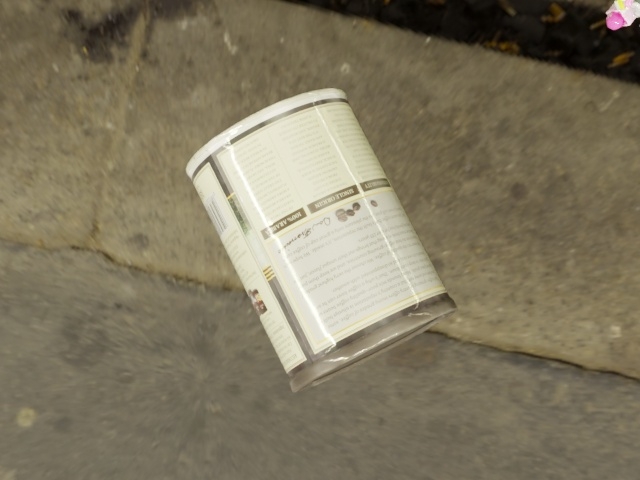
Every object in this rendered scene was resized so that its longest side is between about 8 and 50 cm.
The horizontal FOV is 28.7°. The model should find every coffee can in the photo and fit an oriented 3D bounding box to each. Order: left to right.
[{"bbox_3d":[0.000,0.000,1.375,0.201,0.201,0.275,-25,82,-7],"label":"coffee can"}]

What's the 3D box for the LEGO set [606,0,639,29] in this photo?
[{"bbox_3d":[0.283,-0.343,1.358,0.287,0.132,0.107,45,61,-16],"label":"LEGO set"}]
